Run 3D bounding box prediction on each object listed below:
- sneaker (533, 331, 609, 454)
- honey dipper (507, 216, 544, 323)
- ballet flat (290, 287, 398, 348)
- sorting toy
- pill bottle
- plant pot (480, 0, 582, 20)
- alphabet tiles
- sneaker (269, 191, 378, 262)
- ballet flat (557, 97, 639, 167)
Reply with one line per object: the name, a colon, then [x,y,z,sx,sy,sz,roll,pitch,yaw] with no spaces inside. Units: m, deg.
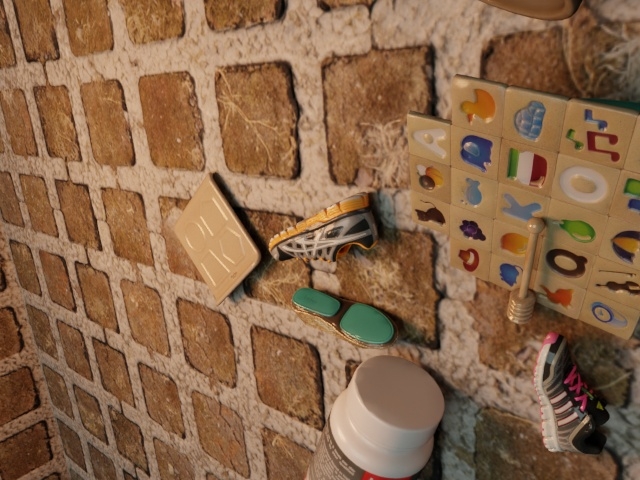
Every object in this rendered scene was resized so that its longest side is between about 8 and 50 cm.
sneaker: [0.305,0.188,0.637,0.075,0.063,0.170,2,112,42]
honey dipper: [0.240,0.036,0.613,0.031,0.030,0.160,27,143,32]
ballet flat: [0.042,0.133,0.862,0.206,0.073,0.067,22,147,38]
sorting toy: [-0.204,0.000,1.045,0.193,0.038,0.208,-44,71,43]
pill bottle: [0.078,0.327,0.825,0.161,0.161,0.283,35,127,27]
plant pot: [0.142,-0.384,0.424,0.323,0.323,0.280,39,112,24]
alphabet tiles: [0.243,-0.027,0.567,0.343,0.011,0.285,25,146,33]
sneaker: [0.000,0.000,0.827,0.215,0.084,0.083,-25,94,44]
ballet flat: [0.353,-0.069,0.483,0.316,0.108,0.106,18,138,42]
